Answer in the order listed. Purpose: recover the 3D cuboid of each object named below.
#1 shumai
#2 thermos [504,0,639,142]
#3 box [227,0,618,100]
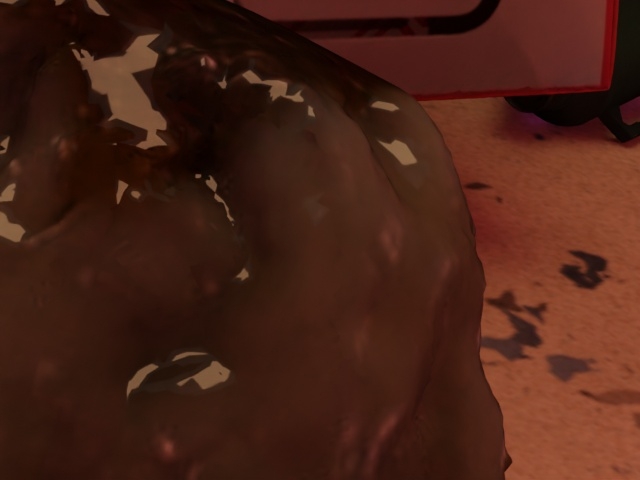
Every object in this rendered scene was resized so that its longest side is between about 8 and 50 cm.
[{"bbox_3d":[-0.070,0.065,0.510,0.309,0.263,0.304,12,28,-2],"label":"shumai"},{"bbox_3d":[0.170,-0.109,1.107,0.073,0.083,0.188,8,23,39],"label":"thermos"},{"bbox_3d":[-0.051,-0.231,0.919,0.314,0.300,0.312,-5,15,-28],"label":"box"}]
